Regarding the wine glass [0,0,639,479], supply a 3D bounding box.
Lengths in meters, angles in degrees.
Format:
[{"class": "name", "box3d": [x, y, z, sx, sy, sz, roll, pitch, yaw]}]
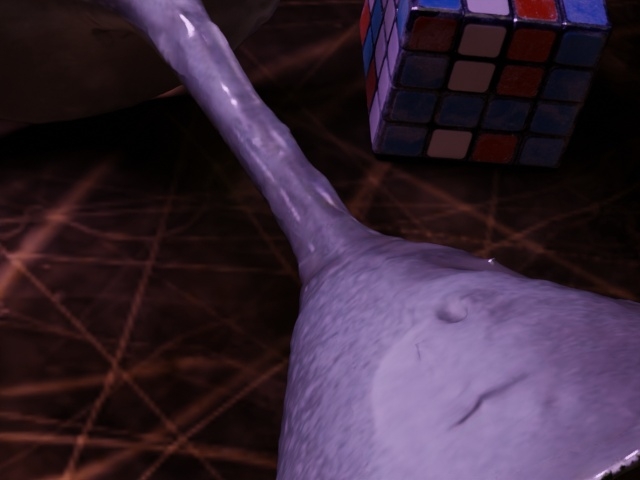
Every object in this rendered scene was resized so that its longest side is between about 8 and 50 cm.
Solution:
[{"class": "wine glass", "box3d": [0.000, 0.000, 0.610, 0.267, 0.267, 0.406, -17, 52, -25]}]

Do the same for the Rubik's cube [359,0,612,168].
[{"class": "Rubik's cube", "box3d": [0.073, -0.099, 0.807, 0.092, 0.092, 0.092, 4, 49, -10]}]
